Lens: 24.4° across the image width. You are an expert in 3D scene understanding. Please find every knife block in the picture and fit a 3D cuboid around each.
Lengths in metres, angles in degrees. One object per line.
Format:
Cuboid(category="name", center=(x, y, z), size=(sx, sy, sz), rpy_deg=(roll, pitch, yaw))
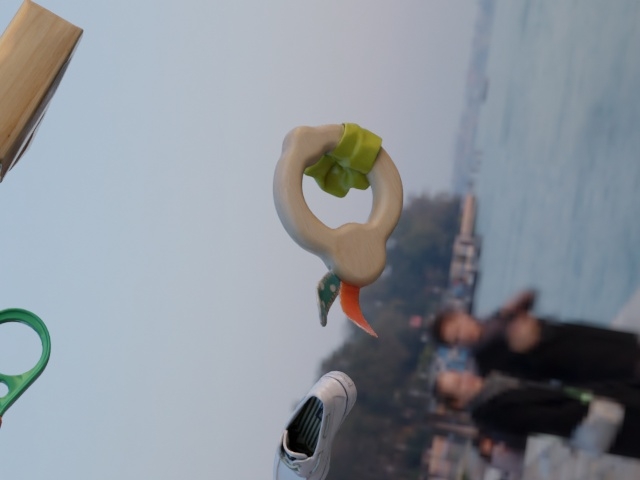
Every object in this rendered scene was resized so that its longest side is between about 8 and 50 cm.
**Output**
Cuboid(category="knife block", center=(-0.419, -0.147, 1.880), size=(0.275, 0.088, 0.242), rpy_deg=(-59, 6, 24))

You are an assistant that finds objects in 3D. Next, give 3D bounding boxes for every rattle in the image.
Cuboid(category="rattle", center=(0.000, 0.000, 1.367), size=(0.143, 0.130, 0.199), rpy_deg=(-17, 79, 48))

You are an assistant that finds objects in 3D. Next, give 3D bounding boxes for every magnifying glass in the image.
Cuboid(category="magnifying glass", center=(-0.386, 0.188, 1.772), size=(0.026, 0.092, 0.231), rpy_deg=(116, 167, -61))

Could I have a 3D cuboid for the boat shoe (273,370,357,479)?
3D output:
Cuboid(category="boat shoe", center=(-0.027, 0.270, 1.992), size=(0.076, 0.083, 0.226), rpy_deg=(-23, -40, -50))
